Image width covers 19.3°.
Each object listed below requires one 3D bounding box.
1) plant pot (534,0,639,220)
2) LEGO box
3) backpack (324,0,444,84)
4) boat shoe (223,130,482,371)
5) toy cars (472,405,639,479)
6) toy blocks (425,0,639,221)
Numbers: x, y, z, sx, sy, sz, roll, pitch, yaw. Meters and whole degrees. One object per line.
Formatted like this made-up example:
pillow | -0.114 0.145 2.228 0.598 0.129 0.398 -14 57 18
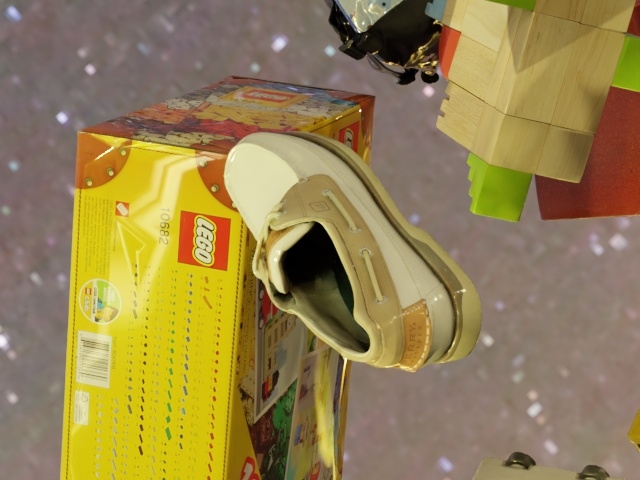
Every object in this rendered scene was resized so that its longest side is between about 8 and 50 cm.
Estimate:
plant pot | 0.400 -0.184 2.199 0.267 0.235 0.267 -26 14 -34
LEGO box | -0.106 0.103 2.009 0.372 0.193 0.500 -32 -50 -66
backpack | 0.067 -0.329 2.112 0.213 0.263 0.276 -44 -12 8
boat shoe | 0.000 0.000 1.518 0.103 0.302 0.113 -10 -56 -35
toy cars | 0.357 0.269 2.128 0.394 0.176 0.087 -23 -51 2
toy blocks | 0.195 -0.232 1.799 0.191 0.261 0.381 10 -77 -20
